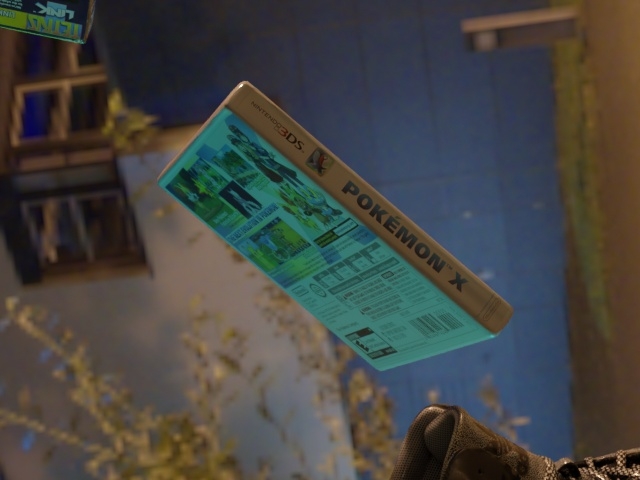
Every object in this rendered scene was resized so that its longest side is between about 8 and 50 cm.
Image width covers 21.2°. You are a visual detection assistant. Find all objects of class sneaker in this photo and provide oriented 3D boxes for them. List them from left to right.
[{"bbox_3d":[0.136,0.134,0.904,0.153,0.268,0.101,54,180,-15],"label":"sneaker"}]

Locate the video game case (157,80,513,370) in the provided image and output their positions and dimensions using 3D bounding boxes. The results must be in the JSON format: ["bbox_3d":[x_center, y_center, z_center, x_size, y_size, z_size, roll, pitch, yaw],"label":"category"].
[{"bbox_3d":[0.000,0.000,1.557,0.300,0.036,0.329,40,163,-6],"label":"video game case"}]

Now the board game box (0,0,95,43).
[{"bbox_3d":[-0.270,-0.251,1.444,0.048,0.170,0.141,-83,7,-50],"label":"board game box"}]
